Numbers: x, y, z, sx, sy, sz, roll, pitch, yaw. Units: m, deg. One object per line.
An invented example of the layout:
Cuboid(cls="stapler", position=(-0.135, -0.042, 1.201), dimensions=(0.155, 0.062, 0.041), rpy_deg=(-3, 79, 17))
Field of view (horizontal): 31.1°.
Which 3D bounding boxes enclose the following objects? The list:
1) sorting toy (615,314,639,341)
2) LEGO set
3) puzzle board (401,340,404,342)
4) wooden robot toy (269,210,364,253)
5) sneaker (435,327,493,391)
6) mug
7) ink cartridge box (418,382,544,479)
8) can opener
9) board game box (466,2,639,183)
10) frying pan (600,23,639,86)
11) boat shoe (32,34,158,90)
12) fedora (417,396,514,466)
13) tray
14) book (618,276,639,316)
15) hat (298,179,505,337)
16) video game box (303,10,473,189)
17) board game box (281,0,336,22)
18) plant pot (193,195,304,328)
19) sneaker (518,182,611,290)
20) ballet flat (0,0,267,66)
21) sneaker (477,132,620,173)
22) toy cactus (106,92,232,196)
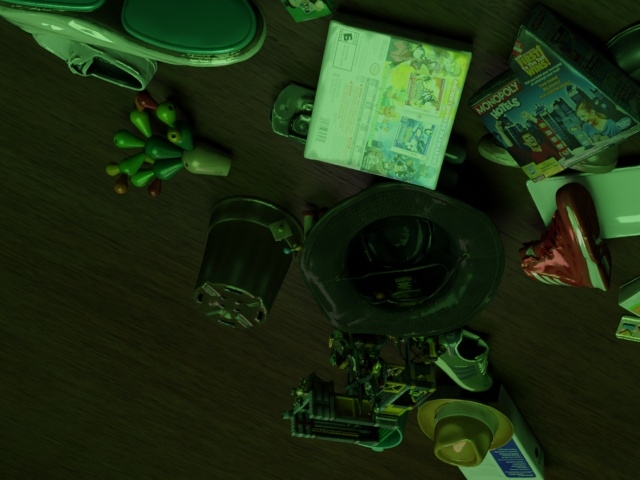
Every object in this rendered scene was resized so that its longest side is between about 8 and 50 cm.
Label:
Cuboid(cls="sorting toy", position=(0.530, 0.150, 1.883), dimensions=(0.083, 0.012, 0.062), rpy_deg=(10, 144, 9))
Cuboid(cls="LEGO set", position=(0.052, 0.204, 1.943), dimensions=(0.192, 0.255, 0.331), rpy_deg=(10, 155, -20))
Cuboid(cls="puzzle board", position=(0.184, 0.158, 2.034), dimensions=(0.096, 0.011, 0.128), rpy_deg=(24, 144, -10))
Cuboid(cls="wooden robot toy", position=(0.000, 0.000, 1.846), dimensions=(0.173, 0.076, 0.079), rpy_deg=(4, 160, -7))
Cuboid(cls="sneaker", position=(0.265, 0.208, 2.015), dimensions=(0.086, 0.064, 0.192), rpy_deg=(-20, 137, 38))
Cuboid(cls="mug", position=(0.100, 0.334, 2.230), dimensions=(0.129, 0.097, 0.158), rpy_deg=(23, 145, -10))
Cuboid(cls="ink cartridge box", position=(0.328, 0.392, 2.248), dimensions=(0.165, 0.065, 0.333), rpy_deg=(-6, 138, 28))
Cuboid(cls="can opener", position=(0.064, -0.146, 1.642), dimensions=(0.283, 0.076, 0.095), rpy_deg=(19, 177, -4))
Cuboid(cls="board game box", position=(0.288, -0.190, 1.444), dimensions=(0.194, 0.060, 0.194), rpy_deg=(49, 141, -12))
Cuboid(cls="frying pan", position=(0.495, -0.201, 1.400), dimensions=(0.326, 0.053, 0.197), rpy_deg=(-6, 140, 33))
Cuboid(cls="boat shoe", position=(-0.325, -0.260, 1.626), dimensions=(0.184, 0.063, 0.066), rpy_deg=(22, 144, -9))
Cuboid(cls="fedora", position=(0.262, 0.363, 2.116), dimensions=(0.194, 0.079, 0.194), rpy_deg=(11, 143, 8))
Cuboid(cls="tray", position=(0.439, -0.063, 1.618), dimensions=(0.270, 0.030, 0.145), rpy_deg=(-6, 140, 28))
Cuboid(cls="book", position=(0.552, 0.100, 1.793), dimensions=(0.144, 0.035, 0.096), rpy_deg=(30, 139, -19))
Cuboid(cls="hat", position=(0.121, 0.001, 1.727), dimensions=(0.331, 0.134, 0.331), rpy_deg=(0, 136, 0))
Cuboid(cls="video game box", position=(0.088, -0.184, 1.522), dimensions=(0.187, 0.048, 0.205), rpy_deg=(16, 122, 5))
Cuboid(cls="board game box", position=(-0.020, -0.396, 1.104), dimensions=(0.046, 0.317, 0.213), rpy_deg=(-10, 137, 33))
Cuboid(cls="plant pot", position=(-0.125, 0.043, 1.870), dimensions=(0.167, 0.165, 0.167), rpy_deg=(11, 145, 8))
Cuboid(cls="sneaker", position=(0.336, 0.005, 1.652), dimensions=(0.128, 0.087, 0.221), rpy_deg=(-5, 138, 25))
Cuboid(cls="ballet flat", position=(-0.250, -0.298, 1.513), dimensions=(0.400, 0.139, 0.139), rpy_deg=(13, 145, 12))
Cuboid(cls="sneaker", position=(0.309, -0.140, 1.553), dimensions=(0.188, 0.066, 0.071), rpy_deg=(6, 125, 8))
Cuboid(cls="toy cactus", position=(-0.225, -0.132, 1.744), dimensions=(0.180, 0.112, 0.219), rpy_deg=(14, 137, -13))
